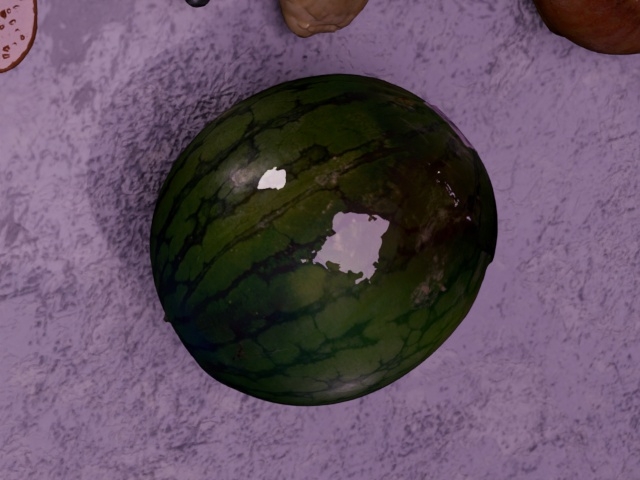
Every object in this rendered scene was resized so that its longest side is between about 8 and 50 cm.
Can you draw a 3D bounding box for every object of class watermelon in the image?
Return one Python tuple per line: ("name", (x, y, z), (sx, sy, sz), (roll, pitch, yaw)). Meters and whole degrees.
("watermelon", (0.000, 0.000, 1.683), (0.363, 0.363, 0.363), (-5, 106, -18))

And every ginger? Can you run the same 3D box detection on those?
("ginger", (0.035, -0.287, 1.755), (0.193, 0.115, 0.123), (-16, 131, -22))

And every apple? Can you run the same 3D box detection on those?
("apple", (0.326, -0.304, 1.792), (0.211, 0.188, 0.211), (-6, 106, -22))

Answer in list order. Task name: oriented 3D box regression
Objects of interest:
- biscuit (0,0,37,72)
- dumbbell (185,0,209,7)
("biscuit", (-0.379, -0.245, 1.646), (0.192, 0.036, 0.186), (-15, 106, -14))
("dumbbell", (-0.194, -0.310, 1.661), (0.254, 0.110, 0.110), (15, 99, -15))
